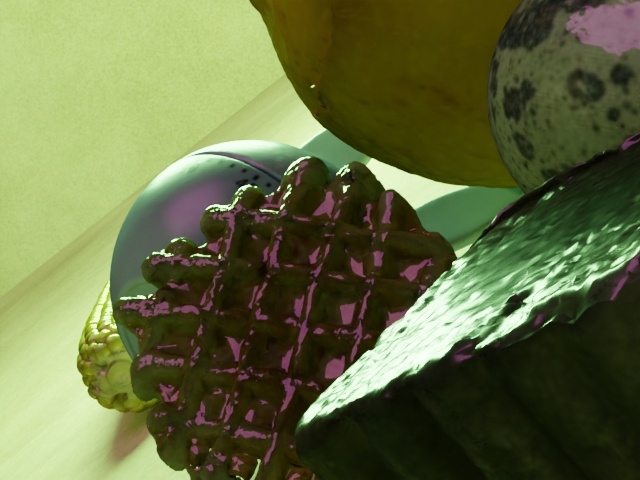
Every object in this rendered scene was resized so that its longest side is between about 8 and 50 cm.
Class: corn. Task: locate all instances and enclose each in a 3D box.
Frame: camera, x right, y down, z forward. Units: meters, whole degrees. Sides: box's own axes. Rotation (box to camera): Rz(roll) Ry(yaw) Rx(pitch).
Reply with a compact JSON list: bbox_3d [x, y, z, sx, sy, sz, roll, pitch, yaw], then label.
[{"bbox_3d":[-0.145,0.074,1.432,0.081,0.081,0.248,-39,9,6],"label":"corn"}]

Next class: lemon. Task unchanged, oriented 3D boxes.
[{"bbox_3d":[0.098,-0.160,0.980,0.293,0.293,0.293,-39,9,8],"label":"lemon"}]

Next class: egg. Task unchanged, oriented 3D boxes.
[{"bbox_3d":[0.146,-0.062,0.784,0.132,0.132,0.172,-42,20,-15],"label":"egg"}]

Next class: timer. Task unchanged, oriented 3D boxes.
[{"bbox_3d":[-0.011,0.019,1.043,0.175,0.175,0.255,-35,-13,30],"label":"timer"}]

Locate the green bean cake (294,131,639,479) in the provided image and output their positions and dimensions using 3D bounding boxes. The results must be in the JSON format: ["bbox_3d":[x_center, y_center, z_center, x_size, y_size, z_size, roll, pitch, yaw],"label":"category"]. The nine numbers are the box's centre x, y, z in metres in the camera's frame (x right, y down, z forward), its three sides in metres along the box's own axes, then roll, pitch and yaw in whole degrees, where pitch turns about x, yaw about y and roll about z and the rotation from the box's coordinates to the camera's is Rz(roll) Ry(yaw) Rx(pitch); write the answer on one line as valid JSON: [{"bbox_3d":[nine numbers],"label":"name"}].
[{"bbox_3d":[0.105,0.027,0.635,0.183,0.094,0.185,-32,12,43],"label":"green bean cake"}]

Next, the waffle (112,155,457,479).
[{"bbox_3d":[-0.011,0.046,0.865,0.169,0.036,0.183,-36,53,-2],"label":"waffle"}]
